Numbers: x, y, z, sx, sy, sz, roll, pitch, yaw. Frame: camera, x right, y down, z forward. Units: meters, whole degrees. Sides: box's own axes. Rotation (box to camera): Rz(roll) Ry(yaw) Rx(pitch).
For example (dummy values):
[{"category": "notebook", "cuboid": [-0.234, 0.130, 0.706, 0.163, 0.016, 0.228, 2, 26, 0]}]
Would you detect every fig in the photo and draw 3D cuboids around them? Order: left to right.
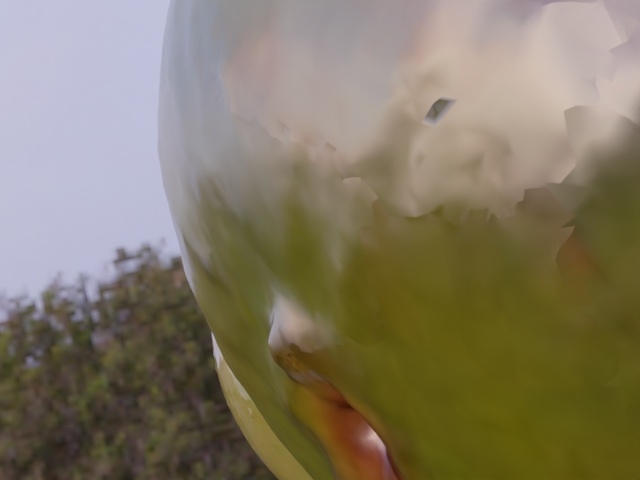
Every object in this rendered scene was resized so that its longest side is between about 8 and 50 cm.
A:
[{"category": "fig", "cuboid": [0.117, -0.042, 0.467, 0.316, 0.316, 0.316, -13, -6, -1]}]

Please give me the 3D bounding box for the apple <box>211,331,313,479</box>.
[{"category": "apple", "cuboid": [0.080, 0.040, 1.451, 0.320, 0.360, 0.312, 3, -35, -44]}]
